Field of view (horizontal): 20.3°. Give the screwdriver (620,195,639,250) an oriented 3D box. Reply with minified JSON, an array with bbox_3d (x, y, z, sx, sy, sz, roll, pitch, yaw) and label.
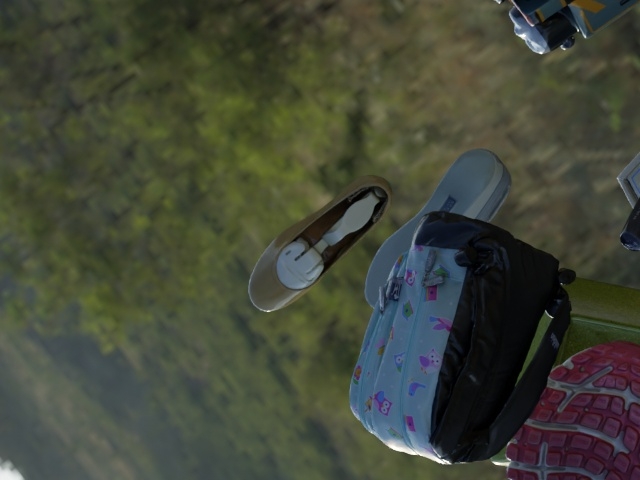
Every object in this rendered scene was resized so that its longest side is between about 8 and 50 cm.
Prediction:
[{"bbox_3d":[0.258,-0.056,1.291,0.024,0.170,0.025,41,147,-9],"label":"screwdriver"}]

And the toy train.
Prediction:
[{"bbox_3d":[0.336,-0.345,1.995,0.190,0.334,0.142,52,-176,-39],"label":"toy train"}]

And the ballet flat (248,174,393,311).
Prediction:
[{"bbox_3d":[0.000,0.000,2.262,0.080,0.232,0.073,46,175,-9],"label":"ballet flat"}]

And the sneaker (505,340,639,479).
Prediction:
[{"bbox_3d":[0.214,0.211,1.492,0.121,0.112,0.299,26,119,21],"label":"sneaker"}]

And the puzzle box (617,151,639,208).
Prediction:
[{"bbox_3d":[0.523,0.006,2.109,0.272,0.052,0.409,-55,50,44],"label":"puzzle box"}]

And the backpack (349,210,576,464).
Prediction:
[{"bbox_3d":[0.102,0.079,1.367,0.115,0.182,0.152,15,175,45],"label":"backpack"}]

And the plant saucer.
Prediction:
[{"bbox_3d":[0.269,0.137,1.651,0.188,0.188,0.045,11,-173,-9],"label":"plant saucer"}]

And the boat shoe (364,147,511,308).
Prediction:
[{"bbox_3d":[0.145,-0.002,2.085,0.079,0.227,0.081,42,-173,37],"label":"boat shoe"}]
